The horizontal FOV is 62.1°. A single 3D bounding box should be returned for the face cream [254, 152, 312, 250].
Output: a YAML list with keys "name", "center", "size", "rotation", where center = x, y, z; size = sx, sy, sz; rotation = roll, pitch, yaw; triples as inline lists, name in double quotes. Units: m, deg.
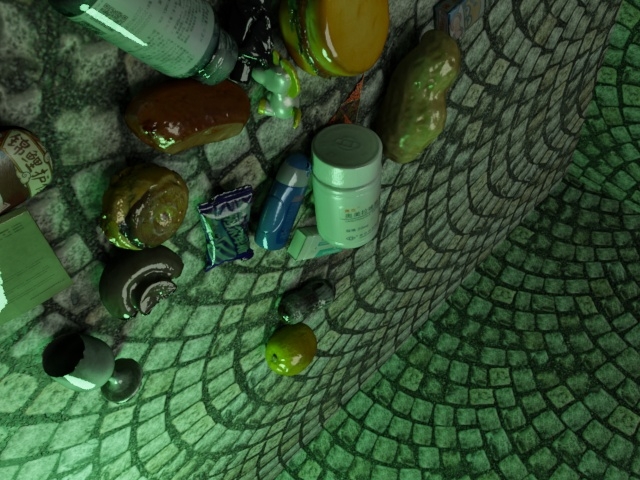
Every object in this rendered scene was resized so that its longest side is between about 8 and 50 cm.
- name: "face cream"
  center: [-0.094, -0.104, 1.394]
  size: [0.264, 0.083, 0.149]
  rotation: [-68, 166, 21]

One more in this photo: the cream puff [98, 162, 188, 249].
- name: "cream puff"
  center: [-0.354, -0.067, 1.051]
  size: [0.189, 0.129, 0.189]
  rotation: [-42, 148, -34]

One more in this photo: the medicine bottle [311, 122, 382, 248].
- name: "medicine bottle"
  center: [0.073, -0.148, 1.475]
  size: [0.190, 0.190, 0.332]
  rotation: [-37, 149, -22]

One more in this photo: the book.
- name: "book"
  center: [-0.572, 0.067, 0.937]
  size: [0.215, 0.025, 0.282]
  rotation: [-34, 161, -26]

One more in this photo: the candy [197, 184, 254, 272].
- name: "candy"
  center: [-0.233, -0.019, 1.333]
  size: [0.145, 0.070, 0.275]
  rotation: [-25, 146, -26]

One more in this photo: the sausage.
- name: "sausage"
  center: [-0.243, -0.245, 1.005]
  size: [0.258, 0.133, 0.133]
  rotation: [-25, 142, -41]

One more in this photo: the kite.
- name: "kite"
  center: [0.074, -0.338, 1.455]
  size: [0.222, 0.008, 0.125]
  rotation: [-52, 153, 3]

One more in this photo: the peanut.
- name: "peanut"
  center: [0.271, -0.388, 1.482]
  size: [0.170, 0.192, 0.387]
  rotation: [-15, 136, -35]

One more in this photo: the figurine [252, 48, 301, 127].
- name: "figurine"
  center: [-0.084, -0.332, 1.120]
  size: [0.109, 0.129, 0.178]
  rotation: [-35, 147, -19]

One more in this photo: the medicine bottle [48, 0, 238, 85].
- name: "medicine bottle"
  center: [-0.261, -0.351, 0.838]
  size: [0.141, 0.141, 0.293]
  rotation: [-56, 147, 9]

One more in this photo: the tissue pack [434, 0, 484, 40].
- name: "tissue pack"
  center: [0.390, -0.643, 1.488]
  size: [0.155, 0.065, 0.115]
  rotation: [-42, 147, -12]

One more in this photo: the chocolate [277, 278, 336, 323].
- name: "chocolate"
  center: [-0.045, 0.205, 1.792]
  size: [0.248, 0.110, 0.110]
  rotation: [-22, 139, -35]

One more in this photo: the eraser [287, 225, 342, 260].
- name: "eraser"
  center: [0.000, 0.000, 1.680]
  size: [0.225, 0.052, 0.095]
  rotation: [-11, 134, -50]

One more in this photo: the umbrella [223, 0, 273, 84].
- name: "umbrella"
  center: [-0.121, -0.428, 0.979]
  size: [0.110, 0.122, 0.272]
  rotation: [-37, 146, -65]

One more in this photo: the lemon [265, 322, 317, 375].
- name: "lemon"
  center: [-0.098, 0.378, 1.856]
  size: [0.207, 0.170, 0.170]
  rotation: [-26, 142, -46]

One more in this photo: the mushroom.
- name: "mushroom"
  center: [-0.400, 0.076, 1.146]
  size: [0.188, 0.141, 0.117]
  rotation: [-46, 128, -13]

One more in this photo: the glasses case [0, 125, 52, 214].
- name: "glasses case"
  center: [-0.569, -0.069, 0.800]
  size: [0.321, 0.082, 0.122]
  rotation: [-35, 146, -27]

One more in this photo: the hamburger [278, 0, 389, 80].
- name: "hamburger"
  center: [0.016, -0.451, 1.079]
  size: [0.246, 0.170, 0.246]
  rotation: [-14, 109, -46]

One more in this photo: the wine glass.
- name: "wine glass"
  center: [-0.521, 0.296, 1.228]
  size: [0.126, 0.126, 0.241]
  rotation: [-44, 152, -12]
